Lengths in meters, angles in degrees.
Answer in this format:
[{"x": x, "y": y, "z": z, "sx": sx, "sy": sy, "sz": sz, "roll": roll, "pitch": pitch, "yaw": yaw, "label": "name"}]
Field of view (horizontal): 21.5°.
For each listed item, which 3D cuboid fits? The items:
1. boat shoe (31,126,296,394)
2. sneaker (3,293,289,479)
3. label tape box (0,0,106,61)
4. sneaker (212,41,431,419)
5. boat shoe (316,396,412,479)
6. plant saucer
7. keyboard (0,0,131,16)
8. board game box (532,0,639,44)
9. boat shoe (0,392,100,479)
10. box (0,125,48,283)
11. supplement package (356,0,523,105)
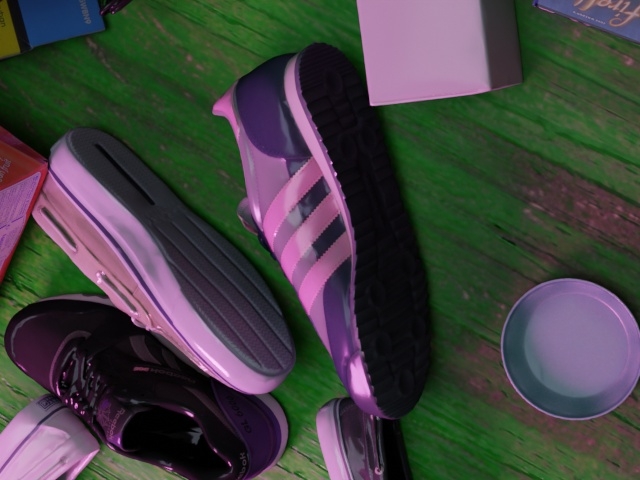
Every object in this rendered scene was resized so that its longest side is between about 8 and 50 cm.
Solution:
[{"x": -0.140, "y": 0.029, "z": 1.491, "sx": 0.302, "sy": 0.109, "sz": 0.094, "roll": 48, "pitch": 124, "yaw": 19, "label": "boat shoe"}, {"x": -0.172, "y": 0.130, "z": 1.494, "sx": 0.283, "sy": 0.124, "sz": 0.107, "roll": 22, "pitch": 105, "yaw": 17, "label": "sneaker"}, {"x": -0.389, "y": -0.256, "z": 1.506, "sx": 0.334, "sy": 0.106, "sz": 0.240, "roll": -15, "pitch": 93, "yaw": -17, "label": "label tape box"}, {"x": 0.000, "y": 0.000, "z": 1.433, "sx": 0.131, "sy": 0.112, "sz": 0.319, "roll": -14, "pitch": 90, "yaw": 38, "label": "sneaker"}, {"x": 0.069, "y": 0.237, "z": 1.450, "sx": 0.076, "sy": 0.080, "sz": 0.228, "roll": -21, "pitch": 83, "yaw": 24, "label": "boat shoe"}, {"x": 0.210, "y": 0.088, "z": 1.398, "sx": 0.119, "sy": 0.021, "sz": 0.119, "roll": 3, "pitch": 99, "yaw": 21, "label": "plant saucer"}, {"x": -0.173, "y": -0.295, "z": 1.413, "sx": 0.317, "sy": 0.033, "sz": 0.201, "roll": -35, "pitch": 108, "yaw": -2, "label": "keyboard"}, {"x": 0.294, "y": -0.153, "z": 1.252, "sx": 0.243, "sy": 0.165, "sz": 0.042, "roll": 23, "pitch": 106, "yaw": 17, "label": "board game box"}, {"x": -0.299, "y": 0.264, "z": 1.580, "sx": 0.084, "sy": 0.095, "sz": 0.258, "roll": 41, "pitch": 111, "yaw": 15, "label": "boat shoe"}, {"x": -0.382, "y": 0.026, "z": 1.515, "sx": 0.142, "sy": 0.154, "sz": 0.300, "roll": 36, "pitch": 123, "yaw": 13, "label": "box"}, {"x": 0.092, "y": -0.204, "z": 1.353, "sx": 0.105, "sy": 0.105, "sz": 0.179, "roll": -5, "pitch": 96, "yaw": 21, "label": "supplement package"}]
